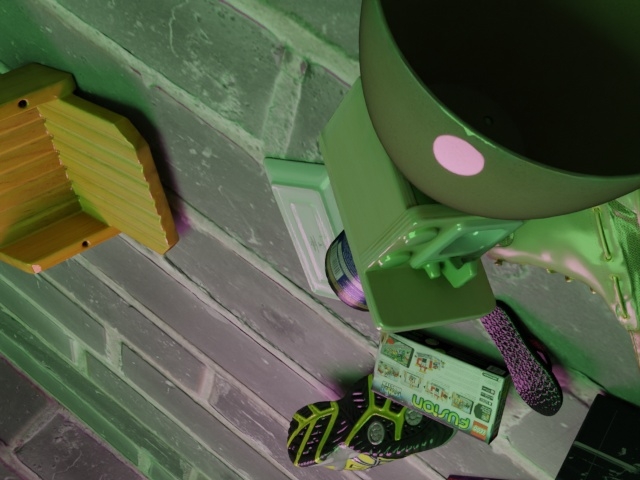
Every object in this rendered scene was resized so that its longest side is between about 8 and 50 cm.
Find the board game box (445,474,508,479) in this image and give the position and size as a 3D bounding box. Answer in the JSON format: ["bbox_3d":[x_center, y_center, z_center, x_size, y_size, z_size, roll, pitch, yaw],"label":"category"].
[{"bbox_3d":[0.386,0.562,1.328,0.208,0.056,0.347,-19,112,48],"label":"board game box"}]

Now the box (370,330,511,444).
[{"bbox_3d":[0.179,0.213,1.128,0.207,0.036,0.114,20,112,31],"label":"box"}]

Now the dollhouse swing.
[{"bbox_3d":[-0.478,-0.081,1.318,0.305,0.315,0.347,42,151,40],"label":"dollhouse swing"}]

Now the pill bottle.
[{"bbox_3d":[0.098,0.000,0.946,0.123,0.123,0.219,43,147,1],"label":"pill bottle"}]

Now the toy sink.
[{"bbox_3d":[0.115,-0.042,0.763,0.131,0.152,0.234,131,129,-57],"label":"toy sink"}]

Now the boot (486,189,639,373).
[{"bbox_3d":[0.288,0.032,0.804,0.203,0.095,0.262,5,125,41],"label":"boot"}]

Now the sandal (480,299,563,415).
[{"bbox_3d":[0.281,0.155,1.010,0.067,0.040,0.179,-30,90,49],"label":"sandal"}]

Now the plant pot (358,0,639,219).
[{"bbox_3d":[0.151,-0.130,0.624,0.284,0.284,0.191,40,152,5],"label":"plant pot"}]

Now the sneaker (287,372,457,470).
[{"bbox_3d":[0.105,0.326,1.312,0.147,0.145,0.384,20,151,-35],"label":"sneaker"}]

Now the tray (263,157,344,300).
[{"bbox_3d":[0.000,0.000,1.129,0.145,0.030,0.270,10,134,38],"label":"tray"}]

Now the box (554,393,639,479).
[{"bbox_3d":[0.408,0.416,0.880,0.312,0.343,0.179,21,141,29],"label":"box"}]
